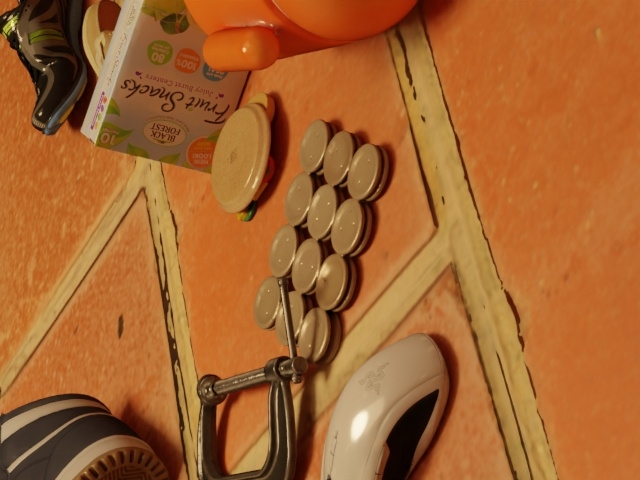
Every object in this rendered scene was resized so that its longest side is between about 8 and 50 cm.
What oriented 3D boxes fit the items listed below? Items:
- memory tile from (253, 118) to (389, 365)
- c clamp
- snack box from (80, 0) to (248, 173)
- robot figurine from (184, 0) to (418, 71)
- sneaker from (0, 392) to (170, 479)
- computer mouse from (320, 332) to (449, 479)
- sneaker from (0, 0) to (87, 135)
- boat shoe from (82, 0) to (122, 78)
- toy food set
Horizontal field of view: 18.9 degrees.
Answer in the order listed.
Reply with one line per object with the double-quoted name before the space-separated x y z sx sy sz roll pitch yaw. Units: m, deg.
"memory tile" 0.000 0.000 1.250 0.113 0.012 0.148 29 103 61
"c clamp" -0.047 0.112 1.273 0.161 0.022 0.137 -31 63 56
"snack box" -0.104 -0.128 1.397 0.037 0.100 0.141 42 115 57
"robot figurine" -0.010 -0.185 1.225 0.219 0.158 0.128 -2 106 61
"sneaker" -0.241 0.231 1.425 0.282 0.099 0.153 -43 31 -2
"computer mouse" 0.016 0.137 1.133 0.193 0.042 0.106 -67 29 19
"sneaker" -0.251 -0.170 1.704 0.067 0.078 0.188 -47 41 43
"boat shoe" -0.158 -0.146 1.564 0.045 0.050 0.135 -44 52 40
"toy food set" -0.054 -0.058 1.362 0.082 0.020 0.083 -54 36 37
